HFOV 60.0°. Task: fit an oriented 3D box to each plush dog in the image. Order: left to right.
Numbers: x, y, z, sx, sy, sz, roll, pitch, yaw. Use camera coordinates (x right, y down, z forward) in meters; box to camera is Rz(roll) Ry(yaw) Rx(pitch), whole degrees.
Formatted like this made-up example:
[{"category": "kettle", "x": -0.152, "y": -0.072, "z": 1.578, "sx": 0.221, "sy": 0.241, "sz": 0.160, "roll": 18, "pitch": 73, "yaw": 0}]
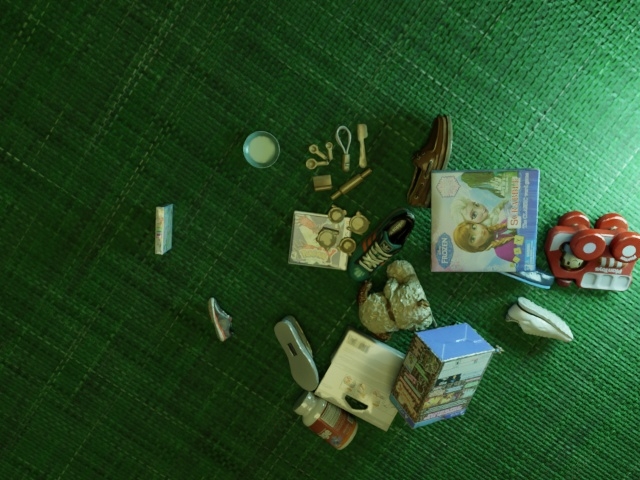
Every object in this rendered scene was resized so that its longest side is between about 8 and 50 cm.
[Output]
[{"category": "plush dog", "x": 0.236, "y": 0.223, "z": 1.814, "sx": 0.225, "sy": 0.210, "sz": 0.262, "roll": -21, "pitch": 100, "yaw": 6}]

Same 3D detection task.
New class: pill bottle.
[{"category": "pill bottle", "x": 0.015, "y": 0.620, "z": 1.936, "sx": 0.216, "sy": 0.121, "sz": 0.121, "roll": 39, "pitch": 99, "yaw": -6}]

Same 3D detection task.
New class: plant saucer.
[{"category": "plant saucer", "x": -0.193, "y": -0.298, "z": 1.818, "sx": 0.119, "sy": 0.021, "sz": 0.119, "roll": 0, "pitch": 100, "yaw": 1}]

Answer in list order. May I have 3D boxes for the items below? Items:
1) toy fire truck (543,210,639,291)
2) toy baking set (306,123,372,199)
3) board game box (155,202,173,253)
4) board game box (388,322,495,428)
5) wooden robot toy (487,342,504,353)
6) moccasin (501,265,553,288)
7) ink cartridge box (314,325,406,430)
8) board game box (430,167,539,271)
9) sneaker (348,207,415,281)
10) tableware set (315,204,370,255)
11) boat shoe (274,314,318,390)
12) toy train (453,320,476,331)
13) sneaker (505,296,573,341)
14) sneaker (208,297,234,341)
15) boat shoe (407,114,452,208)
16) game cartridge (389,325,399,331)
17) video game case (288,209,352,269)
[{"category": "toy fire truck", "x": 0.885, "y": 0.053, "z": 1.810, "sx": 0.302, "sy": 0.169, "sz": 0.254, "roll": 3, "pitch": 119, "yaw": 1}, {"category": "toy baking set", "x": 0.070, "y": -0.260, "z": 1.817, "sx": 0.256, "sy": 0.030, "sz": 0.197, "roll": -32, "pitch": 98, "yaw": 6}, {"category": "board game box", "x": -0.516, "y": -0.040, "z": 1.829, "sx": 0.026, "sy": 0.103, "sz": 0.154, "roll": 5, "pitch": 100, "yaw": 0}, {"category": "board game box", "x": 0.389, "y": 0.436, "z": 1.798, "sx": 0.232, "sy": 0.141, "sz": 0.291, "roll": -3, "pitch": 123, "yaw": -31}, {"category": "wooden robot toy", "x": 0.543, "y": 0.374, "z": 1.924, "sx": 0.173, "sy": 0.076, "sz": 0.079, "roll": -16, "pitch": 65, "yaw": 4}, {"category": "moccasin", "x": 0.615, "y": 0.054, "z": 1.816, "sx": 0.342, "sy": 0.138, "sz": 0.117, "roll": 22, "pitch": 96, "yaw": -4}, {"category": "ink cartridge box", "x": 0.165, "y": 0.478, "z": 1.929, "sx": 0.296, "sy": 0.066, "sz": 0.261, "roll": 29, "pitch": 96, "yaw": -4}, {"category": "board game box", "x": 0.501, "y": -0.061, "z": 1.717, "sx": 0.318, "sy": 0.066, "sz": 0.318, "roll": -1, "pitch": 103, "yaw": 10}, {"category": "sneaker", "x": 0.196, "y": 0.020, "z": 1.821, "sx": 0.108, "sy": 0.121, "sz": 0.302, "roll": 37, "pitch": 99, "yaw": -6}, {"category": "tableware set", "x": 0.074, "y": -0.031, "z": 1.842, "sx": 0.141, "sy": 0.020, "sz": 0.168, "roll": 25, "pitch": 98, "yaw": -6}, {"category": "boat shoe", "x": -0.071, "y": 0.385, "z": 1.911, "sx": 0.096, "sy": 0.088, "sz": 0.267, "roll": -27, "pitch": 94, "yaw": 29}, {"category": "toy train", "x": 0.502, "y": 0.304, "z": 1.923, "sx": 0.083, "sy": 0.017, "sz": 0.023, "roll": 25, "pitch": 90, "yaw": -4}, {"category": "sneaker", "x": 0.749, "y": 0.286, "z": 1.892, "sx": 0.235, "sy": 0.090, "sz": 0.095, "roll": 31, "pitch": 112, "yaw": -1}, {"category": "sneaker", "x": -0.342, "y": 0.266, "z": 1.918, "sx": 0.065, "sy": 0.061, "sz": 0.158, "roll": -20, "pitch": 102, "yaw": -23}, {"category": "boat shoe", "x": 0.347, "y": -0.252, "z": 1.774, "sx": 0.104, "sy": 0.111, "sz": 0.307, "roll": 7, "pitch": 100, "yaw": -2}, {"category": "game cartridge", "x": 0.235, "y": 0.288, "z": 1.925, "sx": 0.083, "sy": 0.017, "sz": 0.056, "roll": 4, "pitch": 104, "yaw": 0}, {"category": "video game case", "x": 0.000, "y": 0.000, "z": 1.870, "sx": 0.201, "sy": 0.023, "sz": 0.183, "roll": 7, "pitch": 100, "yaw": 0}]
